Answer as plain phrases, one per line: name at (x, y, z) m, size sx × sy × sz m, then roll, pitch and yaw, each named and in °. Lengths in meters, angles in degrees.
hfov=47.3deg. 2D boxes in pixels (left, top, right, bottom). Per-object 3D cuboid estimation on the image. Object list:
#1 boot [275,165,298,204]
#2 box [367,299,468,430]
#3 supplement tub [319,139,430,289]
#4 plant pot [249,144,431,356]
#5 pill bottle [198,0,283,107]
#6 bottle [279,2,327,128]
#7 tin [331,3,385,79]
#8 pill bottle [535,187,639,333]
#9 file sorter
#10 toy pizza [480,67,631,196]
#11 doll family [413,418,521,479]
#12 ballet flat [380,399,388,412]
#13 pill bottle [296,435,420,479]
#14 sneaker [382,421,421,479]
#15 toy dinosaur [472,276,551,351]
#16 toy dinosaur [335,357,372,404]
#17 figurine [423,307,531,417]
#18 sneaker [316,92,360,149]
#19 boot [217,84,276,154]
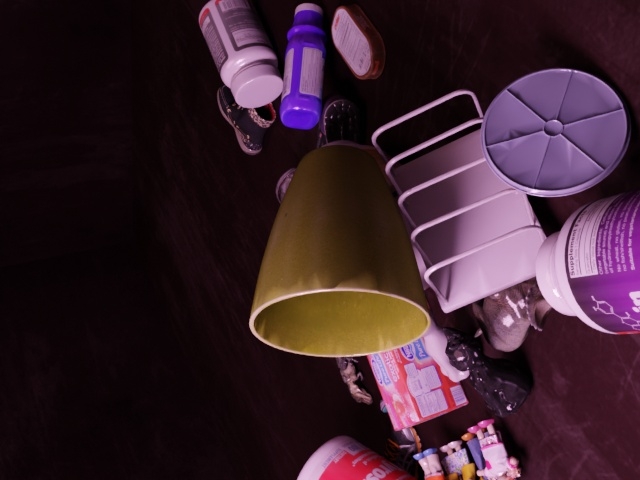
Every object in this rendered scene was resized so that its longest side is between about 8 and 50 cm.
boot at (-0.008, -0.032, 1.784) m, size 0.229 × 0.091 × 0.263 m, roll 45°, pitch 151°, yaw 37°
box at (0.186, 0.252, 1.538) m, size 0.256 × 0.128 × 0.122 m, roll 69°, pitch 153°, yaw 16°
supplement tub at (0.103, -0.054, 1.452) m, size 0.316 × 0.228 × 0.228 m, roll 46°, pitch 140°, yaw 48°
plant pot at (0.028, 0.004, 1.180) m, size 0.275 × 0.275 × 0.293 m, roll 124°, pitch 150°, yaw -57°
pill bottle at (-0.210, -0.507, 1.963) m, size 0.283 × 0.161 × 0.161 m, roll 67°, pitch 153°, yaw 21°
bottle at (-0.035, -0.398, 1.650) m, size 0.118 × 0.092 × 0.282 m, roll 119°, pitch 157°, yaw -70°
tin at (0.078, -0.425, 1.559) m, size 0.189 × 0.040 × 0.106 m, roll 61°, pitch 146°, yaw 31°
pill bottle at (0.419, 0.021, 0.893) m, size 0.323 × 0.182 × 0.181 m, roll -22°, pitch 81°, yaw 65°
file sorter at (0.217, -0.068, 1.143) m, size 0.173 × 0.193 × 0.277 m, roll 44°, pitch -155°, yaw -58°
toy pizza at (0.329, -0.151, 1.031) m, size 0.201 × 0.201 × 0.032 m, roll 64°, pitch -171°, yaw 26°
doll family at (0.313, 0.460, 1.426) m, size 0.263 × 0.118 × 0.163 m, roll -43°, pitch 55°, yaw 41°
ballet flat at (0.168, 0.371, 1.735) m, size 0.041 × 0.041 × 0.114 m, roll 64°, pitch 151°, yaw 26°
pill bottle at (0.153, 0.612, 1.564) m, size 0.408 × 0.229 × 0.229 m, roll 24°, pitch 125°, yaw 34°
sneaker at (0.183, 0.513, 1.717) m, size 0.084 × 0.083 × 0.214 m, roll 23°, pitch 120°, yaw 61°
toy dinosaur at (0.309, 0.121, 1.239) m, size 0.313 × 0.121 × 0.160 m, roll 118°, pitch 139°, yaw -50°
toy dinosaur at (0.065, 0.295, 1.889) m, size 0.118 × 0.064 × 0.268 m, roll 107°, pitch 145°, yaw -57°
figurine at (0.244, 0.194, 1.306) m, size 0.209 × 0.092 × 0.215 m, roll 43°, pitch 174°, yaw -35°
sneaker at (0.039, -0.201, 1.697) m, size 0.124 × 0.107 × 0.283 m, roll -119°, pitch 30°, yaw -61°
boot at (-0.211, -0.388, 2.113) m, size 0.236 × 0.085 × 0.178 m, roll 64°, pitch 150°, yaw 13°
